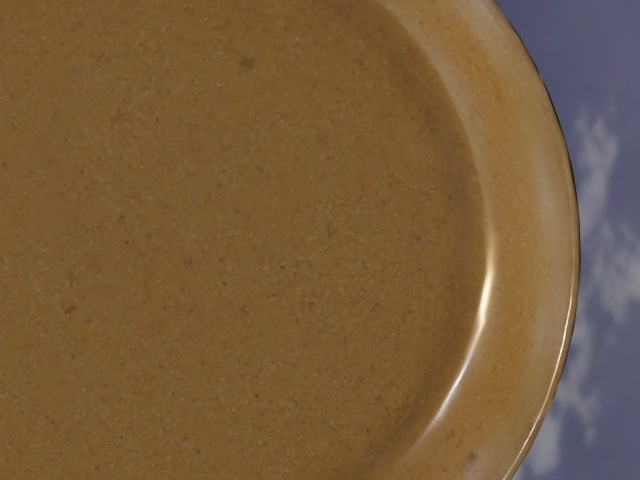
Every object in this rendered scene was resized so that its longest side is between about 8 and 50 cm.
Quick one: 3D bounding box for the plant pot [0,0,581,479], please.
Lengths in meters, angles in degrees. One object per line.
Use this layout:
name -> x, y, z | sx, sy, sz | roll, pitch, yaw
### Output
plant pot -> -0.050, 0.012, 0.313 | 0.032, 0.236, 0.236 | -113, 17, -68
